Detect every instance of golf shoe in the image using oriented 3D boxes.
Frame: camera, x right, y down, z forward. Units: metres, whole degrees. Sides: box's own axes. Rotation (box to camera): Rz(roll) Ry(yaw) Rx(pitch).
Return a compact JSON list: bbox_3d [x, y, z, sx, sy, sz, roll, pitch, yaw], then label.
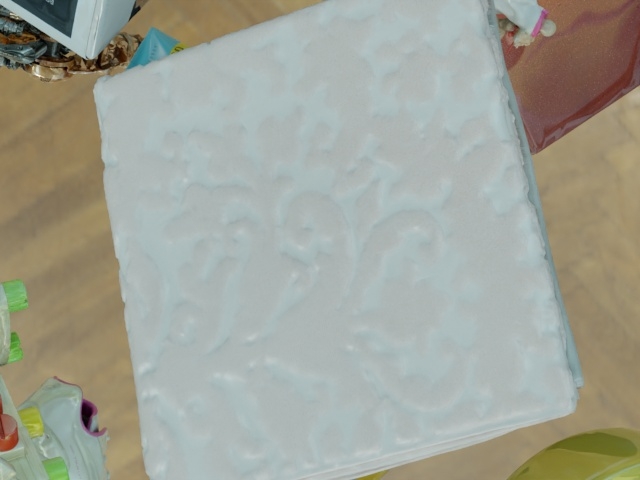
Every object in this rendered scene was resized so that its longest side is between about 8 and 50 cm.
[{"bbox_3d":[-0.275,0.266,1.806,0.115,0.140,0.306,21,155,23],"label":"golf shoe"}]

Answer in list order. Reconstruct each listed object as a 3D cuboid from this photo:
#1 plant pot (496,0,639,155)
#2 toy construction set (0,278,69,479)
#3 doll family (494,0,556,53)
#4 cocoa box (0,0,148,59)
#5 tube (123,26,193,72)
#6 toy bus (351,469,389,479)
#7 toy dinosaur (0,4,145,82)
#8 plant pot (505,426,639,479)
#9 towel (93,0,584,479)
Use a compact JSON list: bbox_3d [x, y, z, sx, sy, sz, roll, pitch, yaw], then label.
[{"bbox_3d":[0.215,-0.249,1.779,0.267,0.267,0.236,-33,117,-18],"label":"plant pot"},{"bbox_3d":[-0.303,0.153,1.408,0.151,0.328,0.215,-3,131,-12],"label":"toy construction set"},{"bbox_3d":[0.072,-0.246,1.232,0.263,0.118,0.163,27,122,-8],"label":"doll family"},{"bbox_3d":[-0.251,-0.369,1.318,0.347,0.228,0.231,33,143,6],"label":"cocoa box"},{"bbox_3d":[-0.108,-0.144,1.518,0.207,0.080,0.052,23,163,35],"label":"tube"},{"bbox_3d":[-0.046,0.094,1.528,0.333,0.130,0.108,48,161,5],"label":"toy bus"},{"bbox_3d":[-0.323,-0.234,1.816,0.322,0.218,0.164,30,106,-24],"label":"toy dinosaur"},{"bbox_3d":[0.257,0.279,1.111,0.254,0.239,0.254,-4,99,-23],"label":"plant pot"},{"bbox_3d":[0.000,0.000,1.100,0.317,0.332,0.053,-16,162,21],"label":"towel"}]
